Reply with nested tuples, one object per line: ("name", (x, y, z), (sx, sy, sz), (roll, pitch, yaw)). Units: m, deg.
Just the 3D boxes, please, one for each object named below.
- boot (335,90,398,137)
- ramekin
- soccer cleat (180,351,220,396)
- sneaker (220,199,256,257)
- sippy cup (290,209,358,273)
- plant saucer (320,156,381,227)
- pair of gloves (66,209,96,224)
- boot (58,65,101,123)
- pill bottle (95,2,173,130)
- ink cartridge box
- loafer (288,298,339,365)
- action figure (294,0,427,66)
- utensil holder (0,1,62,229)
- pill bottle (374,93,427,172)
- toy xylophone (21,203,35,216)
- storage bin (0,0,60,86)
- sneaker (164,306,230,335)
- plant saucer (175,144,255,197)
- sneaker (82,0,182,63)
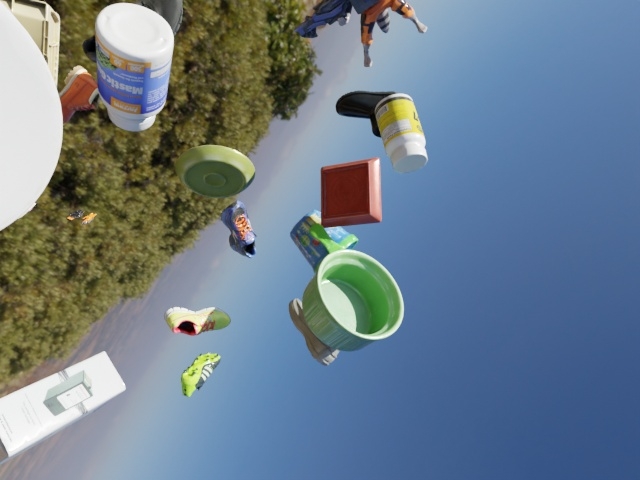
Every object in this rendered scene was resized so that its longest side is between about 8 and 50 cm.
("boot", (0.179, -0.445, 1.586), (0.207, 0.247, 0.094), (-91, 176, -46))
("ramekin", (0.091, 0.193, 1.390), (0.148, 0.304, 0.303), (-50, -167, 44))
("soccer cleat", (-0.328, 0.361, 1.222), (0.179, 0.060, 0.072), (-30, 129, -75))
("sneaker", (-0.228, -0.031, 1.327), (0.083, 0.087, 0.221), (-40, 149, -23))
("sippy cup", (0.000, 0.000, 1.890), (0.240, 0.224, 0.305), (-37, 168, -40))
("plant saucer", (0.106, -0.187, 1.748), (0.048, 0.259, 0.258), (15, 73, -61))
("pair of gloves", (-0.880, -0.086, 1.654), (0.074, 0.084, 0.010), (-69, 174, -55))
("boot", (-0.593, -0.334, 1.095), (0.158, 0.085, 0.059), (-46, -170, 22))
("pill bottle", (-0.426, -0.376, 1.023), (0.272, 0.152, 0.152), (-49, -167, 55))
("ink cartridge box", (-0.660, 0.407, 1.075), (0.211, 0.121, 0.289), (-35, 174, 29))
("loafer", (-0.019, 0.307, 1.604), (0.111, 0.112, 0.319), (-42, -138, 1))
("action figure", (0.098, -0.654, 1.237), (0.342, 0.330, 0.178), (-18, -130, 23))
("utensil holder", (-0.558, -0.159, 0.525), (0.386, 0.327, 0.327), (9, -121, 31))
("pill bottle", (0.236, -0.309, 1.305), (0.119, 0.119, 0.208), (-44, -130, 54))
("toy xylophone", (-0.852, -0.152, 1.041), (0.322, 0.237, 0.081), (90, 15, -62))
("storage bin", (-0.741, -0.415, 0.991), (0.123, 0.263, 0.260), (-137, -124, -62))
("sneaker", (-0.385, 0.268, 1.423), (0.094, 0.209, 0.081), (48, -53, 53))
("plant saucer", (-0.322, -0.198, 1.376), (0.241, 0.241, 0.037), (-46, -140, 49))
("sneaker", (-0.465, -0.528, 1.117), (0.286, 0.109, 0.130), (-38, -178, 11))
